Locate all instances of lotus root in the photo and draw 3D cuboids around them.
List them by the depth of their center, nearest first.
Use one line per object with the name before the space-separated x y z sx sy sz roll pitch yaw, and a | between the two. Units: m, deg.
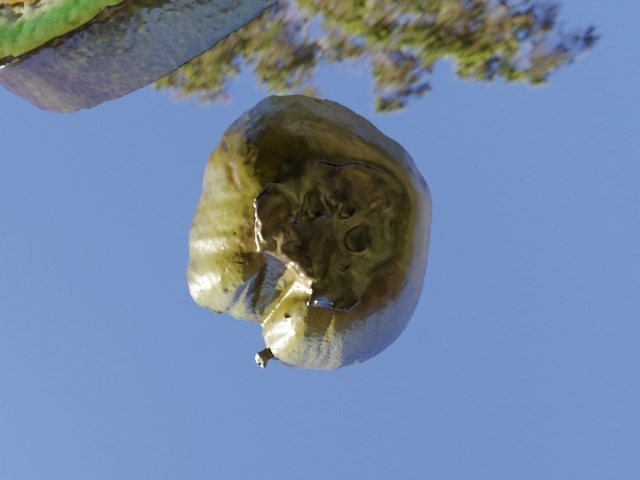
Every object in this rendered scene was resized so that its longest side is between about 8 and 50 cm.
lotus root | 0.001 -0.004 1.283 0.183 0.078 0.203 6 -91 -13

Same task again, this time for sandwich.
sandwich | -0.119 -0.231 1.192 0.250 0.162 0.301 -34 -122 18
